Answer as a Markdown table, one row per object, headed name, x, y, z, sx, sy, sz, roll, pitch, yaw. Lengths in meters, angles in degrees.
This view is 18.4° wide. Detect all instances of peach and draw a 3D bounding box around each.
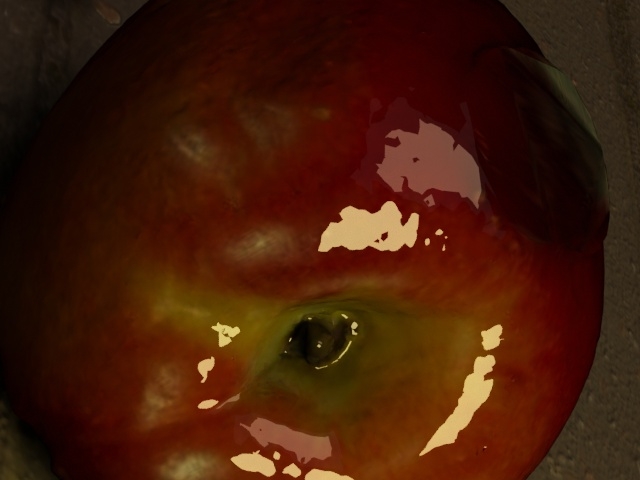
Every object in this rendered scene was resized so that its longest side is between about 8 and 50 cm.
| name | x | y | z | sx | sy | sz | roll | pitch | yaw |
| --- | --- | --- | --- | --- | --- | --- | --- | --- | --- |
| peach | 0.009 | -0.001 | 1.127 | 0.335 | 0.310 | 0.406 | 51 | 30 | -14 |
